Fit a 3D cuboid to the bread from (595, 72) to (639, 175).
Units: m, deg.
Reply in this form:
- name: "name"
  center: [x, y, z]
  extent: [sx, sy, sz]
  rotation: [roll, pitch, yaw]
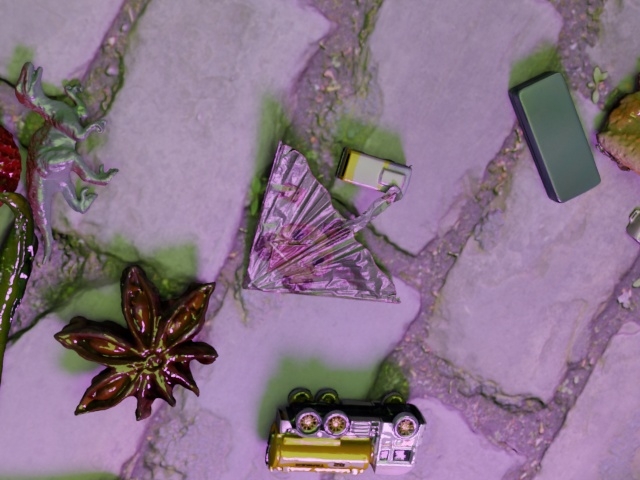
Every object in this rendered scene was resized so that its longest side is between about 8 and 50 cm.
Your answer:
- name: "bread"
  center: [0.544, -0.129, 1.544]
  extent: [0.251, 0.133, 0.174]
  rotation: [42, 92, -16]

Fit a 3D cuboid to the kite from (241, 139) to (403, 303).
- name: "kite"
  center: [0.000, 0.000, 1.492]
  extent: [0.268, 0.013, 0.323]
  rotation: [-30, 119, 8]

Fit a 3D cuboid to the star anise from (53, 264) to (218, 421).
- name: "star anise"
  center: [-0.252, 0.141, 1.459]
  extent: [0.220, 0.099, 0.214]
  rotation: [-2, 87, -6]

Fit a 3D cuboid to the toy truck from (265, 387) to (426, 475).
- name: "toy truck"
  center: [0.034, 0.286, 1.541]
  extent: [0.227, 0.098, 0.114]
  rotation: [3, 104, -10]

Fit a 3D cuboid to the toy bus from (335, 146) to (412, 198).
- name: "toy bus"
  center: [0.079, -0.096, 1.494]
  extent: [0.102, 0.058, 0.052]
  rotation: [15, 98, -13]

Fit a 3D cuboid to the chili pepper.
- name: "chili pepper"
  center: [-0.443, 0.096, 1.409]
  extent: [0.085, 0.076, 0.359]
  rotation: [14, 106, -12]

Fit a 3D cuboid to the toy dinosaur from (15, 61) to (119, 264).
- name: "toy dinosaur"
  center: [-0.362, -0.095, 1.409]
  extent: [0.167, 0.053, 0.242]
  rotation: [24, 96, -13]

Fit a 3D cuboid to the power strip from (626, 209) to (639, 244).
- name: "power strip"
  center: [0.575, 0.037, 1.636]
  extent: [0.253, 0.027, 0.060]
  rotation: [38, 91, -15]

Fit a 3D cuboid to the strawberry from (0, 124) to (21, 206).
- name: "strawberry"
  center: [-0.462, -0.098, 1.369]
  extent: [0.145, 0.086, 0.145]
  rotation: [0, 110, 1]

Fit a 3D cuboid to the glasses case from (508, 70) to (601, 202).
- name: "glasses case"
  center: [0.344, -0.151, 1.547]
  extent: [0.078, 0.039, 0.184]
  rotation: [-26, 104, -6]
